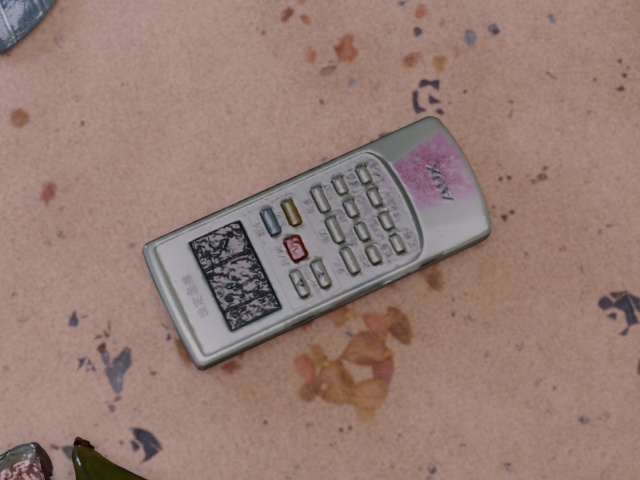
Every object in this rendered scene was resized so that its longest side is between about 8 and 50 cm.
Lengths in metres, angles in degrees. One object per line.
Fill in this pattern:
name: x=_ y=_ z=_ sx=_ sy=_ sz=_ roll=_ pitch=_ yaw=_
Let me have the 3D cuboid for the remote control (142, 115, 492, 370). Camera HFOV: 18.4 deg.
remote control: x=0.000 y=0.000 z=2.009 sx=0.344 sy=0.050 sz=0.145 roll=-25 pitch=81 yaw=-8

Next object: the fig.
fig: x=-0.178 y=0.267 z=1.899 sx=0.127 sy=0.133 sz=0.184 roll=-18 pitch=77 yaw=30

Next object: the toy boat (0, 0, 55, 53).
toy boat: x=-0.309 y=-0.250 z=2.050 sx=0.122 sy=0.034 sz=0.096 roll=-19 pitch=86 yaw=-8

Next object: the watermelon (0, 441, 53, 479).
watermelon: x=-0.308 y=0.295 z=1.925 sx=0.139 sy=0.071 sz=0.187 roll=41 pitch=71 yaw=-2
